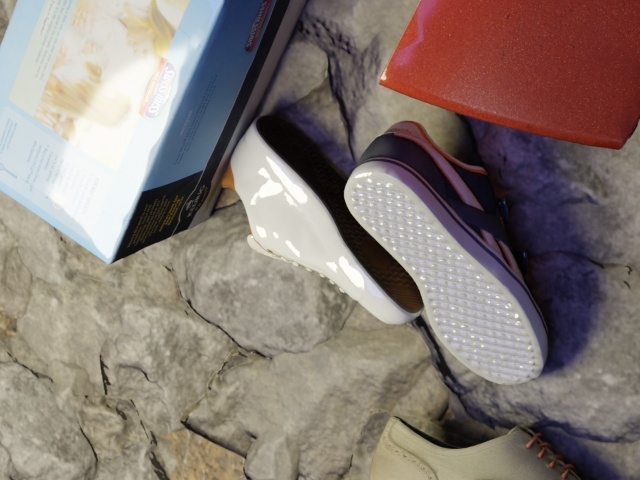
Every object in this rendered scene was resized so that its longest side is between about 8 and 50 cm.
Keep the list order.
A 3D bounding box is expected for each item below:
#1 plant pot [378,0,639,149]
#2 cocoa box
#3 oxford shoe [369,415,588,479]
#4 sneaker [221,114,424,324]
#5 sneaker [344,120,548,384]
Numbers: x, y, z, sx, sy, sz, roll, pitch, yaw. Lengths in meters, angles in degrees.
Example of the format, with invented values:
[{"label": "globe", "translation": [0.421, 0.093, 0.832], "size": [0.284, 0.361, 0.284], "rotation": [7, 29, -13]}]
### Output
[{"label": "plant pot", "translation": [0.243, -0.240, 1.772], "size": [0.236, 0.267, 0.267], "rotation": [30, 116, 4]}, {"label": "cocoa box", "translation": [-0.202, -0.192, 2.018], "size": [0.231, 0.228, 0.347], "rotation": [33, 117, 15]}, {"label": "oxford shoe", "translation": [0.239, 0.279, 1.985], "size": [0.397, 0.140, 0.146], "rotation": [9, 83, 13]}, {"label": "sneaker", "translation": [0.000, 0.000, 2.051], "size": [0.290, 0.106, 0.123], "rotation": [50, 124, 18]}, {"label": "sneaker", "translation": [0.156, 0.008, 1.964], "size": [0.126, 0.127, 0.321], "rotation": [-17, 121, 36]}]
